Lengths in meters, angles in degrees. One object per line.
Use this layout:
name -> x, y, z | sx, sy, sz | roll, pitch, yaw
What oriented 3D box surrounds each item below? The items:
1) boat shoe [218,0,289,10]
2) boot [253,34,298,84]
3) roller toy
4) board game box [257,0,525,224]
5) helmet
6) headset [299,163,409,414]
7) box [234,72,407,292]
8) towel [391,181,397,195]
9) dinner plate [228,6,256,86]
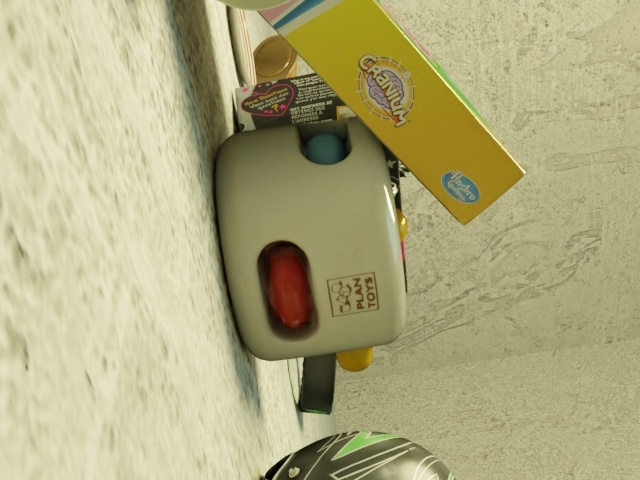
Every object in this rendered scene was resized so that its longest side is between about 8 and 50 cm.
boat shoe -> -0.064, -0.293, 0.410 | 0.113, 0.127, 0.340 | 24, -51, 63
boot -> -0.065, -0.204, 1.230 | 0.152, 0.072, 0.197 | 78, 15, -58
roller toy -> 0.000, 0.000, 0.659 | 0.191, 0.146, 0.209 | 78, 4, -74
board game box -> 0.018, -0.182, 0.650 | 0.316, 0.064, 0.242 | 42, 17, -24
helmet -> 0.031, 0.222, 0.597 | 0.161, 0.169, 0.169 | 128, -44, -67
headset -> 0.033, 0.062, 1.189 | 0.243, 0.185, 0.394 | -90, -177, -89
box -> 0.002, -0.053, 0.908 | 0.142, 0.163, 0.247 | -102, -179, -45
towel -> 0.008, 0.002, 0.825 | 0.023, 0.113, 0.152 | -112, -146, -53
dinner plate -> -0.100, -0.251, 1.002 | 0.141, 0.017, 0.141 | 171, -90, -90
